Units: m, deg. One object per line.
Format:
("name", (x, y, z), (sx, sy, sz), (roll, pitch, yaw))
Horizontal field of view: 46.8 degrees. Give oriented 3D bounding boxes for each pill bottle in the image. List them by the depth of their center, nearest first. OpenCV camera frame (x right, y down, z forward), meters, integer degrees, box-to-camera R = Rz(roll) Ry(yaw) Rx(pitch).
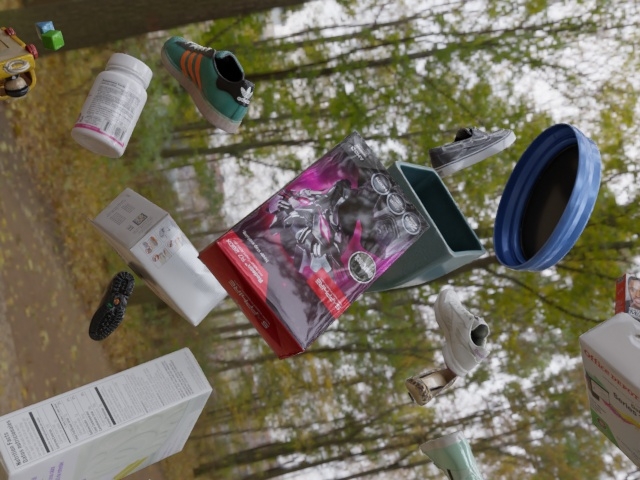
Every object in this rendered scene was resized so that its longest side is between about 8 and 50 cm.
("pill bottle", (-0.620, -0.406, 2.226), (0.160, 0.160, 0.283), (117, -7, -74))

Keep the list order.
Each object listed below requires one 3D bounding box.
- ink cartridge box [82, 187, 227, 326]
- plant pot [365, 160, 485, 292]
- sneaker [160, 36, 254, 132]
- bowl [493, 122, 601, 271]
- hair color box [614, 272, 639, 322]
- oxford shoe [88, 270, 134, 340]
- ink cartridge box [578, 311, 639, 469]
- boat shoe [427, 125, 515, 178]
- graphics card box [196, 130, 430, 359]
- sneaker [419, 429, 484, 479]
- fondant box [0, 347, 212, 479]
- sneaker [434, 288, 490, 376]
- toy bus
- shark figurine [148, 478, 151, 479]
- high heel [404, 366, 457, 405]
("ink cartridge box", (-0.413, 0.030, 1.850), (0.272, 0.130, 0.309), (28, -23, 43))
("plant pot", (0.186, -0.006, 1.723), (0.247, 0.252, 0.247), (-2, 60, -60))
("sneaker", (-0.225, -0.352, 1.527), (0.121, 0.108, 0.302), (-52, -125, 21))
("bowl", (0.571, -0.102, 1.878), (0.391, 0.077, 0.391), (-161, -90, -80))
("hair color box", (0.769, 0.159, 1.825), (0.043, 0.072, 0.141), (120, -13, -58))
("oxford shoe", (-0.633, 0.197, 2.245), (0.227, 0.083, 0.096), (-63, -156, -7))
("ink cartridge box", (0.641, 0.315, 1.491), (0.201, 0.117, 0.278), (51, -15, 55))
("boat shoe", (0.417, -0.269, 2.050), (0.108, 0.301, 0.102), (-10, -75, 64))
("graphics card box", (0.000, 0.000, 1.293), (0.233, 0.371, 0.094), (52, -33, -4))
("sneaker", (0.302, 0.522, 1.693), (0.256, 0.094, 0.151), (86, -17, -73))
("fondant box", (-0.363, 0.321, 1.199), (0.096, 0.330, 0.238), (55, -40, 24))
("sneaker", (0.419, 0.248, 2.141), (0.152, 0.114, 0.305), (-40, -146, 28))
("toy bus", (-0.559, -0.300, 1.313), (0.202, 0.191, 0.104), (-78, 168, -50))
("shark figurine", (-0.286, 0.603, 1.606), (0.278, 0.116, 0.166), (-125, -166, -54))
("high heel", (0.351, 0.418, 2.235), (0.093, 0.186, 0.261), (58, -4, 15))
